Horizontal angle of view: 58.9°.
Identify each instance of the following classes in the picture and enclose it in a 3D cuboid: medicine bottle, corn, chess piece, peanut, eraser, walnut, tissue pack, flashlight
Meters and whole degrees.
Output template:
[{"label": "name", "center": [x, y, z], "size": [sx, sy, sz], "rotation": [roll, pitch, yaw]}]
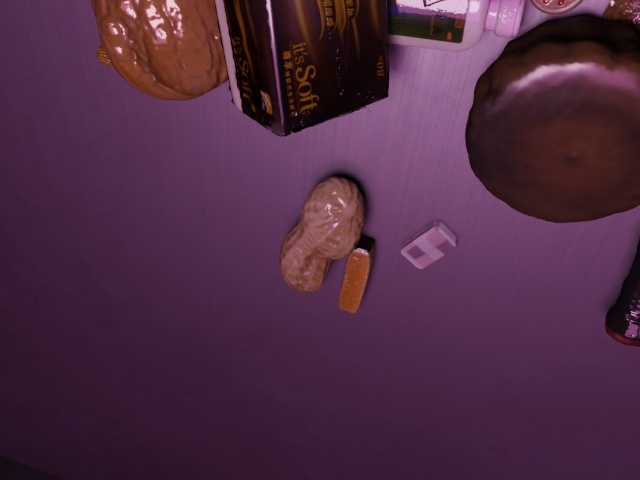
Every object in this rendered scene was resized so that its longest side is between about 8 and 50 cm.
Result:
[{"label": "medicine bottle", "center": [0.180, -0.340, 0.824], "size": [0.219, 0.078, 0.115], "rotation": [12, 127, 13]}, {"label": "corn", "center": [-0.382, -0.343, 1.079], "size": [0.092, 0.037, 0.037], "rotation": [22, 132, 0]}, {"label": "chess piece", "center": [0.328, -0.355, 0.779], "size": [0.084, 0.038, 0.083], "rotation": [11, 132, 12]}, {"label": "peanut", "center": [0.000, 0.000, 1.142], "size": [0.136, 0.120, 0.298], "rotation": [57, 138, 24]}, {"label": "eraser", "center": [0.216, 0.010, 1.128], "size": [0.065, 0.026, 0.105], "rotation": [43, 130, -11]}, {"label": "walnut", "center": [-0.231, -0.349, 0.898], "size": [0.224, 0.257, 0.257], "rotation": [33, 145, 45]}, {"label": "tissue pack", "center": [-0.038, -0.352, 0.779], "size": [0.198, 0.210, 0.369], "rotation": [33, 140, 44]}, {"label": "flashlight", "center": [0.574, 0.080, 1.007], "size": [0.093, 0.093, 0.231], "rotation": [7, 125, 17]}]

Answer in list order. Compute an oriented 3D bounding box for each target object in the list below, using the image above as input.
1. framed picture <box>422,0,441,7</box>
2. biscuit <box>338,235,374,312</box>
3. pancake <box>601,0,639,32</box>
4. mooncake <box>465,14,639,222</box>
[{"label": "framed picture", "center": [0.199, -0.481, 0.689], "size": [0.232, 0.024, 0.314], "rotation": [-11, 110, 23]}, {"label": "biscuit", "center": [0.078, 0.074, 1.216], "size": [0.052, 0.056, 0.188], "rotation": [17, 130, 7]}, {"label": "pancake", "center": [0.449, -0.303, 0.790], "size": [0.115, 0.011, 0.114], "rotation": [12, 130, 15]}, {"label": "mooncake", "center": [0.360, -0.173, 0.826], "size": [0.291, 0.161, 0.290], "rotation": [13, 136, 13]}]
